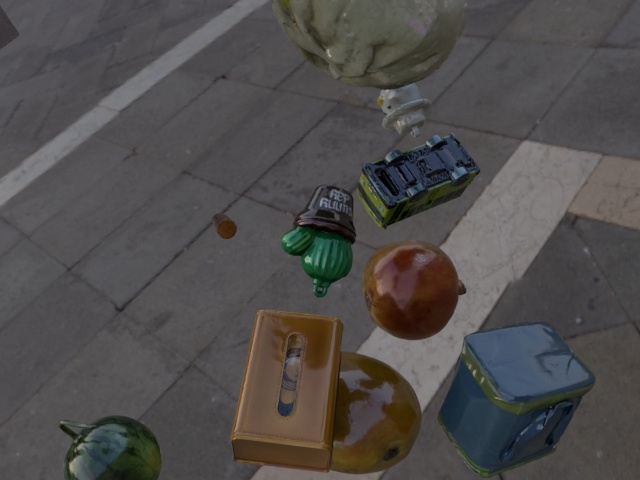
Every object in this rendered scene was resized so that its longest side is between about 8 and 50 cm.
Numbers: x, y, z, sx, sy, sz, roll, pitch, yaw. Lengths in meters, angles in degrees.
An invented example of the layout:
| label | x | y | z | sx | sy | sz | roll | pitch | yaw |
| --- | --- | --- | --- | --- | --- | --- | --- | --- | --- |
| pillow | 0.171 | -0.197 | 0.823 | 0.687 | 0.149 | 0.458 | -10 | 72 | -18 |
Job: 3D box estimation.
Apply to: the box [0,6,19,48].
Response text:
| label | x | y | z | sx | sy | sz | roll | pitch | yaw |
| --- | --- | --- | --- | --- | --- | --- | --- | --- | --- |
| box | -0.280 | -0.179 | 0.315 | 0.086 | 0.215 | 0.215 | -29 | 30 | -6 |

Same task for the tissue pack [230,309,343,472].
| label | x | y | z | sx | sy | sz | roll | pitch | yaw |
| --- | --- | --- | --- | --- | --- | --- | --- | --- | --- |
| tissue pack | -0.057 | 0.295 | 1.134 | 0.195 | 0.145 | 0.274 | 7 | 52 | 0 |

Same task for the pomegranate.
| label | x | y | z | sx | sy | sz | roll | pitch | yaw |
| --- | --- | --- | --- | --- | --- | --- | --- | --- | --- |
| pomegranate | 0.243 | 0.123 | 1.444 | 0.271 | 0.251 | 0.229 | -7 | 0 | -12 |

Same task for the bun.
| label | x | y | z | sx | sy | sz | roll | pitch | yaw |
| --- | --- | --- | --- | --- | --- | --- | --- | --- | --- |
| bun | 0.057 | -0.389 | 0.986 | 0.365 | 0.365 | 0.219 | 45 | 111 | 47 |

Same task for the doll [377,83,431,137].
| label | x | y | z | sx | sy | sz | roll | pitch | yaw |
| --- | --- | --- | --- | --- | --- | --- | --- | --- | --- |
| doll | 0.160 | -0.363 | 1.282 | 0.119 | 0.138 | 0.292 | -18 | 80 | -19 |

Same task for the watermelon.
| label | x | y | z | sx | sy | sz | roll | pitch | yaw |
| --- | --- | --- | --- | --- | --- | --- | --- | --- | --- |
| watermelon | -0.335 | 0.334 | 0.884 | 0.141 | 0.187 | 0.140 | -34 | 20 | 14 |

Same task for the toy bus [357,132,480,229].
| label | x | y | z | sx | sy | sz | roll | pitch | yaw |
| --- | --- | --- | --- | --- | --- | --- | --- | --- | --- |
| toy bus | 0.218 | -0.134 | 1.319 | 0.262 | 0.150 | 0.128 | -22 | 68 | -22 |

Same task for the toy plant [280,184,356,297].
| label | x | y | z | sx | sy | sz | roll | pitch | yaw |
| --- | --- | --- | --- | --- | --- | --- | --- | --- | --- |
| toy plant | 0.000 | 0.000 | 1.032 | 0.105 | 0.143 | 0.200 | -15 | 59 | 63 |

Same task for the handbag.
| label | x | y | z | sx | sy | sz | roll | pitch | yaw |
| --- | --- | --- | --- | --- | --- | --- | --- | --- | --- |
| handbag | 0.394 | 0.319 | 1.173 | 0.263 | 0.240 | 0.222 | -9 | 41 | -24 |

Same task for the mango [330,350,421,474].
| label | x | y | z | sx | sy | sz | roll | pitch | yaw |
| --- | --- | --- | --- | --- | --- | --- | --- | --- | --- |
| mango | 0.018 | 0.383 | 1.347 | 0.446 | 0.232 | 0.300 | 15 | 32 | 29 |

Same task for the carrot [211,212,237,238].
| label | x | y | z | sx | sy | sz | roll | pitch | yaw |
| --- | --- | --- | --- | --- | --- | --- | --- | --- | --- |
| carrot | -0.236 | -0.043 | 1.372 | 0.048 | 0.048 | 0.139 | -32 | 23 | -8 |
